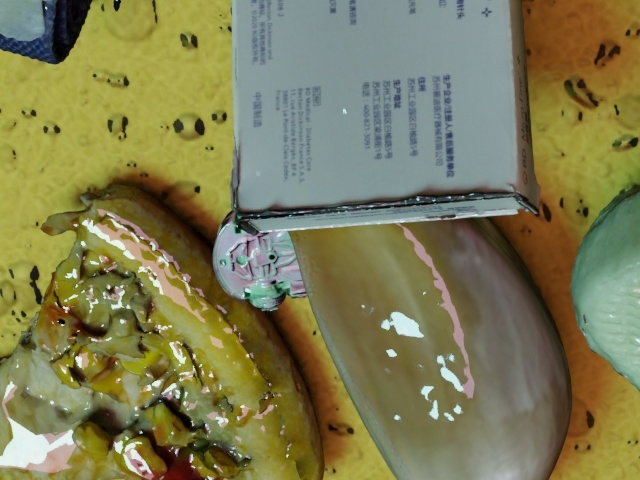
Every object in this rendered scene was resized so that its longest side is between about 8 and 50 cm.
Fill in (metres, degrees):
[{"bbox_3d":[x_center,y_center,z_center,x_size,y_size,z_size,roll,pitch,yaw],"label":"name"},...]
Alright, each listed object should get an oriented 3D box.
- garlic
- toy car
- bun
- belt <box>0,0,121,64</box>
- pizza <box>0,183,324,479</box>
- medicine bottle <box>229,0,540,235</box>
[{"bbox_3d":[0.082,0.068,1.062,0.143,0.112,0.318,-29,112,-2],"label":"garlic"},{"bbox_3d":[0.000,0.000,1.086,0.142,0.055,0.069,-8,118,-2],"label":"toy car"},{"bbox_3d":[0.253,0.026,1.016,0.195,0.118,0.195,13,142,10],"label":"bun"},{"bbox_3d":[-0.161,-0.217,0.950,0.126,0.139,0.230,16,117,2],"label":"belt"},{"bbox_3d":[-0.151,0.081,1.147,0.288,0.074,0.251,-5,114,10],"label":"pizza"},{"bbox_3d":[0.033,-0.107,0.961,0.171,0.052,0.201,-6,76,11],"label":"medicine bottle"}]
